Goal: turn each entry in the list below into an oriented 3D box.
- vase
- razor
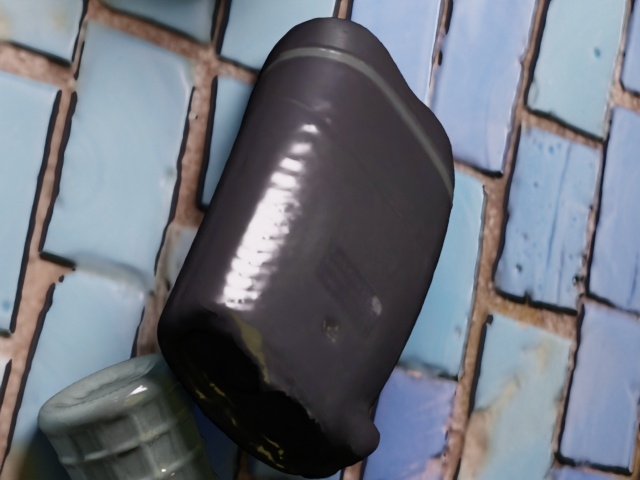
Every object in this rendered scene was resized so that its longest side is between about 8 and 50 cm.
[{"bbox_3d":[-0.100,0.237,1.425,0.143,0.143,0.299,-29,102,-34],"label":"vase"},{"bbox_3d":[0.001,-0.001,1.464,0.204,0.113,0.349,48,41,-29],"label":"razor"}]
